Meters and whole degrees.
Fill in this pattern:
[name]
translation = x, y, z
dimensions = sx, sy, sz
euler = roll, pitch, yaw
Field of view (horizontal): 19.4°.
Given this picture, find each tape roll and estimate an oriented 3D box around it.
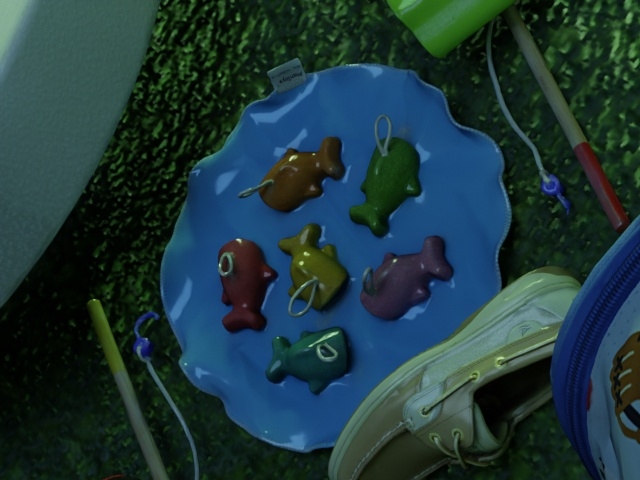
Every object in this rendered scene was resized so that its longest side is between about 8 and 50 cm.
[tape roll]
translation = -0.237, -0.085, 0.969
dimensions = 0.392, 0.072, 0.392
euler = -25, 49, 33

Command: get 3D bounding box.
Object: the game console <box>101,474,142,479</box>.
[game console]
translation = -0.057, 0.328, 0.694
dimensions = 0.386, 0.060, 0.342
euler = 41, 104, 40

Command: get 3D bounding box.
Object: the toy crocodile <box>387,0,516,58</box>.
[toy crocodile]
translation = 0.004, -0.226, 0.895
dimensions = 0.115, 0.105, 0.340
euler = -41, 60, 16

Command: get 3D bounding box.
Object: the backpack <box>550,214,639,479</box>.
[backpack]
translation = 0.205, 0.046, 0.545
dimensions = 0.276, 0.263, 0.213
euler = -47, 44, 13

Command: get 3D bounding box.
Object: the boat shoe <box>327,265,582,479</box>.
[boat shoe]
translation = 0.060, 0.068, 0.774
dimensions = 0.135, 0.050, 0.045
euler = -44, 49, 14

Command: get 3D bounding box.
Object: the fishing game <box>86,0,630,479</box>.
[fishing game]
translation = 0.000, 0.000, 0.847
dimensions = 0.264, 0.041, 0.189
euler = -33, 58, 19
